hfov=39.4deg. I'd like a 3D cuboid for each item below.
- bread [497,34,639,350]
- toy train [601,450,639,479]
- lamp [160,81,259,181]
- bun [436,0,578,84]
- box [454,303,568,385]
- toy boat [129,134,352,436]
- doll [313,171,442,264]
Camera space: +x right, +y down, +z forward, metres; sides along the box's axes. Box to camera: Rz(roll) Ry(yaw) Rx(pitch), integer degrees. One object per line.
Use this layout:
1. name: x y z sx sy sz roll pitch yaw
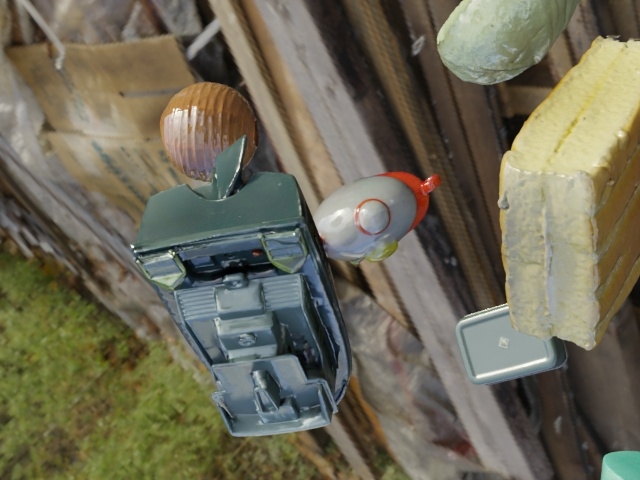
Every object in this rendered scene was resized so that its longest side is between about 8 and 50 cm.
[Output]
1. bread: 0.283 -0.055 0.921 0.111 0.246 0.239 17 140 32
2. toy train: 0.283 0.297 0.753 0.159 0.101 0.248 -147 59 -67
3. lamp: -0.146 -0.144 1.190 0.136 0.136 0.136 33 152 21
4. bun: 0.223 -0.260 1.046 0.118 0.195 0.195 39 154 -3
5. box: 0.224 0.120 1.065 0.126 0.031 0.091 -20 79 33
6. toy boat: -0.038 0.069 0.649 0.114 0.122 0.296 -8 144 6
7. doll: 0.000 0.000 0.808 0.142 0.245 0.076 -146 32 -86
